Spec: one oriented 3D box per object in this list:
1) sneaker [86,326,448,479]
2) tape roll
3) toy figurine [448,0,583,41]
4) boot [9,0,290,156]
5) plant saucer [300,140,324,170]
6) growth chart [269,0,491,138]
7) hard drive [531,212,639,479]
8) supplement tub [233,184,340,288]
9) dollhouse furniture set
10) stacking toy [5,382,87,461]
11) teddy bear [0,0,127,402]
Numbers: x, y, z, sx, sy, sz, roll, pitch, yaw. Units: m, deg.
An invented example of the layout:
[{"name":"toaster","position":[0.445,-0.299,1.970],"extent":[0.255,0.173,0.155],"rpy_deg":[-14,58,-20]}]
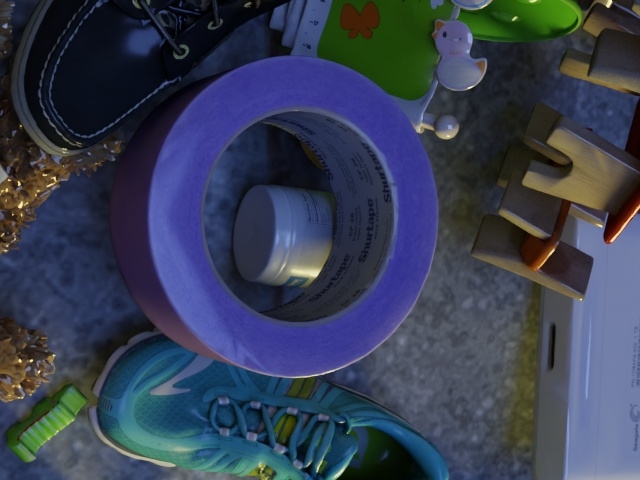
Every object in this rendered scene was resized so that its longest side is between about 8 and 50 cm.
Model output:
[{"name":"sneaker","position":[-0.026,0.128,0.752],"extent":[0.275,0.110,0.107],"rpy_deg":[19,87,-31]},{"name":"tape roll","position":[-0.027,-0.014,0.658],"extent":[0.189,0.080,0.189],"rpy_deg":[-1,92,-26]},{"name":"toy figurine","position":[0.107,-0.239,0.749],"extent":[0.173,0.130,0.159],"rpy_deg":[10,84,-6]},{"name":"boot","position":[-0.053,-0.144,0.595],"extent":[0.236,0.178,0.085],"rpy_deg":[-55,126,-30]},{"name":"plant saucer","position":[0.017,-0.089,0.775],"extent":[0.083,0.015,0.083],"rpy_deg":[-7,106,-27]},{"name":"growth chart","position":[0.035,-0.191,0.685],"extent":[0.021,0.172,0.237],"rpy_deg":[-19,117,-57]},{"name":"hard drive","position":[0.343,0.101,0.955],"extent":[0.353,0.047,0.233],"rpy_deg":[5,86,-28]},{"name":"supplement tub","position":[0.000,0.000,0.758],"extent":[0.107,0.071,0.071],"rpy_deg":[5,100,-29]},{"name":"dollhouse furniture set","position":[0.239,-0.111,0.750],"extent":[0.135,0.262,0.259],"rpy_deg":[24,54,1]},{"name":"stacking toy","position":[-0.194,0.230,0.725],"extent":[0.221,0.052,0.167],"rpy_deg":[-45,119,-12]},{"name":"teddy bear","position":[-0.254,-0.004,0.614],"extent":[0.245,0.113,0.338],"rpy_deg":[20,85,-38]}]
